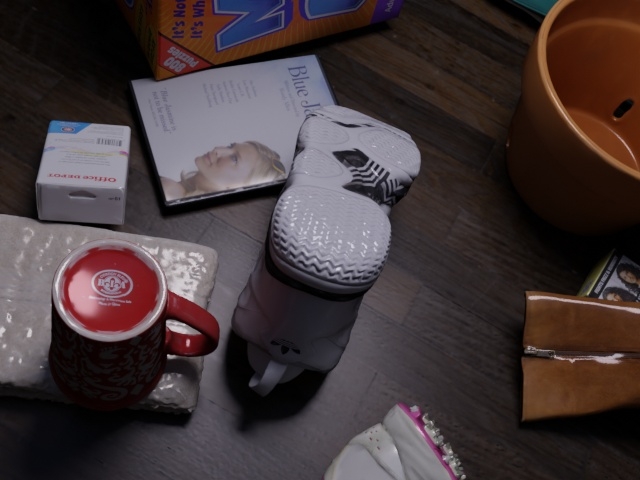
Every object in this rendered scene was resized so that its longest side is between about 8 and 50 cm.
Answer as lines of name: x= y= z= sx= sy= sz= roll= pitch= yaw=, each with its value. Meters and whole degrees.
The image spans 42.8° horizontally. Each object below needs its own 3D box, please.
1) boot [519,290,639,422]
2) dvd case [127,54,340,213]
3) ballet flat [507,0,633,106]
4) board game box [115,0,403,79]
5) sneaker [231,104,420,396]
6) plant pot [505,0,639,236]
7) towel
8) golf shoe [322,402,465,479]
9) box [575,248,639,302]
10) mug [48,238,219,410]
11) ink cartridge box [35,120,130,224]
boot: x=0.358 y=0.183 z=0.877 sx=0.280 sy=0.096 sz=0.264 roll=-2 pitch=85 yaw=5
dvd case: x=-0.090 y=-0.136 z=0.997 sx=0.252 sy=0.022 sz=0.181 roll=-13 pitch=67 yaw=-20
ballet flat: x=0.404 y=-0.325 z=1.166 sx=0.400 sy=0.139 sz=0.139 roll=40 pitch=61 yaw=9
board game box: x=-0.094 y=-0.477 z=0.969 sx=0.356 sy=0.356 sz=0.356 roll=-20 pitch=66 yaw=-22
sneaker: x=0.000 y=0.000 z=0.880 sx=0.137 sy=0.210 sz=0.366 roll=24 pitch=32 yaw=-1
plant pot: x=0.358 y=-0.136 z=1.003 sx=0.290 sy=0.203 sz=0.291 roll=6 pitch=61 yaw=-11
towel: x=-0.254 y=0.075 z=0.835 sx=0.282 sy=0.049 sz=0.187 roll=9 pitch=63 yaw=-10
golf shoe: x=0.115 y=0.315 z=0.782 sx=0.140 sy=0.115 sz=0.306 roll=-31 pitch=76 yaw=1
box: x=0.415 y=0.116 z=0.969 sx=0.232 sy=0.058 sz=0.087 roll=38 pitch=61 yaw=7
mug: x=-0.173 y=0.067 z=0.735 sx=0.150 sy=0.169 sz=0.113 roll=-25 pitch=72 yaw=-24
ink cartridge box: x=-0.253 y=-0.074 z=0.883 sx=0.088 sy=0.052 sz=0.122 roll=3 pitch=38 yaw=-12
